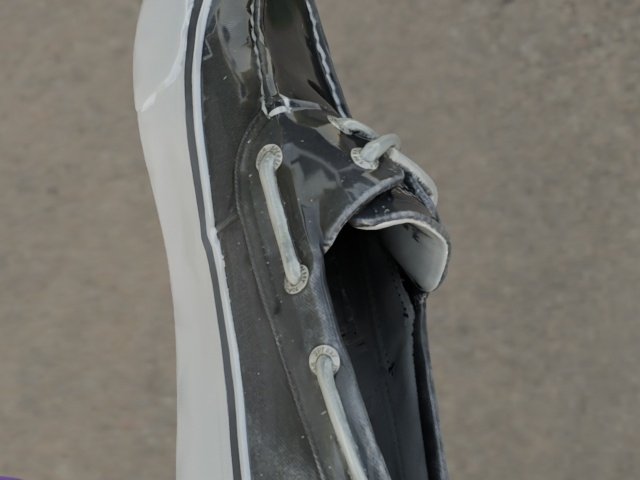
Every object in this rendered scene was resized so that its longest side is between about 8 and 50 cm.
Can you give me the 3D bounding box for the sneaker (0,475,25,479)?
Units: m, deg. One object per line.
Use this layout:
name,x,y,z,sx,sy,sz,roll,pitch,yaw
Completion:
sneaker,-0.123,0.156,0.781,0.102,0.293,0.146,23,52,7

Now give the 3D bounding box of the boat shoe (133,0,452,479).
boat shoe,0.000,0.000,0.694,0.108,0.102,0.301,33,44,-49
